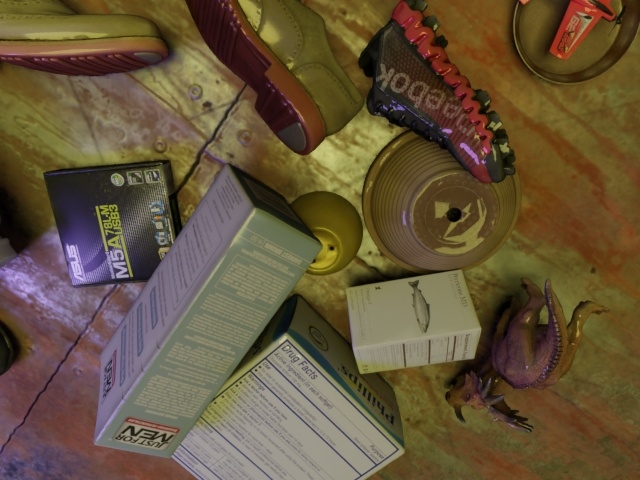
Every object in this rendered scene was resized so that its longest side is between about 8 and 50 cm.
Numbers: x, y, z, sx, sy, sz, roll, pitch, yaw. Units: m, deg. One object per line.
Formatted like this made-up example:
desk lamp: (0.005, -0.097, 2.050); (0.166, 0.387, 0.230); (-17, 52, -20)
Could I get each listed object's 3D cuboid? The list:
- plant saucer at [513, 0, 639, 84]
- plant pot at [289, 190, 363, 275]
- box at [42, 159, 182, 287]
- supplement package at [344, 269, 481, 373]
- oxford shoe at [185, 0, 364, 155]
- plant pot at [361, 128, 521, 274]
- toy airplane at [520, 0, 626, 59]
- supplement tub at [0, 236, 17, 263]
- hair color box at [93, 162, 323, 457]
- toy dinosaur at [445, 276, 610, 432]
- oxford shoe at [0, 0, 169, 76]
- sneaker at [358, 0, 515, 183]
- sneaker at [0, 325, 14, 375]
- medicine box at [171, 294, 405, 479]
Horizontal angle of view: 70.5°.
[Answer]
plant saucer: (0.344, -0.300, 0.616); (0.169, 0.029, 0.168); (1, 106, 3)
plant pot: (0.000, 0.000, 0.684); (0.135, 0.095, 0.134); (0, 107, 1)
box: (-0.316, -0.025, 0.715); (0.184, 0.045, 0.190); (-5, 107, 0)
supplement package: (0.137, 0.126, 0.692); (0.180, 0.105, 0.105); (-10, 141, 5)
oxford shoe: (-0.074, -0.288, 0.612); (0.130, 0.123, 0.348); (-36, 98, -20)
plant pot: (0.180, -0.049, 0.656); (0.238, 0.109, 0.237); (1, 107, 3)
toy airplane: (0.322, -0.314, 0.583); (0.151, 0.028, 0.151); (0, 105, 2)
supplement tub: (-0.614, -0.055, 0.623); (0.229, 0.228, 0.316); (-29, 103, 10)
hair color box: (-0.173, 0.094, 0.644); (0.114, 0.185, 0.374); (30, 101, -32)
toy dinosaur: (0.299, 0.179, 0.663); (0.127, 0.295, 0.200); (31, 65, 18)
oxford shoe: (-0.400, -0.301, 0.592); (0.398, 0.140, 0.146); (4, 100, -1)
sneaker: (0.140, -0.175, 0.592); (0.135, 0.098, 0.275); (-34, 74, 20)
sneaker: (-0.673, 0.136, 0.727); (0.331, 0.146, 0.122); (40, 103, -10)
medicine box: (-0.060, 0.288, 0.744); (0.289, 0.149, 0.263); (-41, 101, 12)
